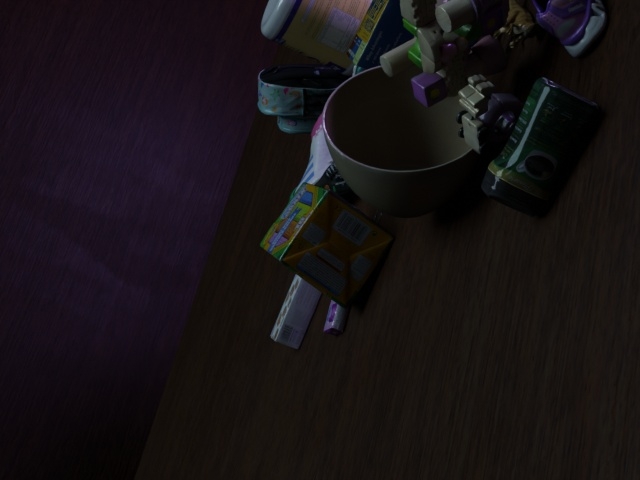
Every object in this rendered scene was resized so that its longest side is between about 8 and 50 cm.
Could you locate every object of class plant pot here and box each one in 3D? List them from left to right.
[{"bbox_3d":[0.152,-0.152,1.636,0.191,0.284,0.284,82,-167,-48],"label":"plant pot"}]

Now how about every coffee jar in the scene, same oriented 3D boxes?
[{"bbox_3d":[0.307,-0.130,1.317,0.184,0.096,0.079,-62,13,16],"label":"coffee jar"}]

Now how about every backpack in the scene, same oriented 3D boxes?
[{"bbox_3d":[-0.055,-0.410,2.647,0.225,0.253,0.191,-103,19,-63],"label":"backpack"}]

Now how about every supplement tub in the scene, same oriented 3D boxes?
[{"bbox_3d":[0.039,-0.571,2.393,0.241,0.331,0.241,-58,18,30],"label":"supplement tub"}]

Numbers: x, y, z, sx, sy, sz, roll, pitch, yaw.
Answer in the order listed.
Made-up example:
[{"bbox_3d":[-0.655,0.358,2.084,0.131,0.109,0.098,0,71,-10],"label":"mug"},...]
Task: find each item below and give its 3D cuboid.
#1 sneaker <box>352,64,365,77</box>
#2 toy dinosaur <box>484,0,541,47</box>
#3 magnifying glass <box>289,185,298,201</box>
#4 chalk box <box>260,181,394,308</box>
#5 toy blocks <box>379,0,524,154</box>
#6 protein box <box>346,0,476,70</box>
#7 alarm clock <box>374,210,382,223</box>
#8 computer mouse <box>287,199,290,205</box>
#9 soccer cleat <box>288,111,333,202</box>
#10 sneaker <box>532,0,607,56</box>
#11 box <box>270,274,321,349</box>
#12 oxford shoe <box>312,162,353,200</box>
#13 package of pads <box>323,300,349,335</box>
[{"bbox_3d":[0.163,-0.437,2.235,0.275,0.107,0.110,-57,28,36],"label":"sneaker"},{"bbox_3d":[0.346,-0.396,1.659,0.112,0.064,0.211,-41,36,24],"label":"toy dinosaur"},{"bbox_3d":[-0.045,-0.037,2.426,0.026,0.092,0.231,151,128,-62],"label":"magnifying glass"},{"bbox_3d":[0.000,0.000,1.968,0.179,0.180,0.289,-55,15,-2],"label":"chalk box"},{"bbox_3d":[0.261,-0.364,1.493,0.309,0.260,0.289,50,164,41],"label":"toy blocks"},{"bbox_3d":[0.193,-0.417,1.902,0.200,0.201,0.136,-63,16,16],"label":"protein box"},{"bbox_3d":[0.141,-0.124,1.945,0.129,0.064,0.192,162,126,-70],"label":"alarm clock"},{"bbox_3d":[-0.053,-0.068,2.558,0.193,0.042,0.106,-119,49,-64],"label":"computer mouse"},{"bbox_3d":[0.026,-0.188,2.365,0.143,0.116,0.331,8,78,58],"label":"soccer cleat"},{"bbox_3d":[0.376,-0.392,1.437,0.095,0.104,0.236,-53,20,47],"label":"sneaker"},{"bbox_3d":[-0.025,0.095,2.187,0.324,0.067,0.063,-68,15,1],"label":"box"},{"bbox_3d":[0.051,-0.136,2.214,0.227,0.096,0.083,-33,74,32],"label":"oxford shoe"},{"bbox_3d":[0.036,0.155,1.956,0.050,0.032,0.083,-37,34,62],"label":"package of pads"}]
